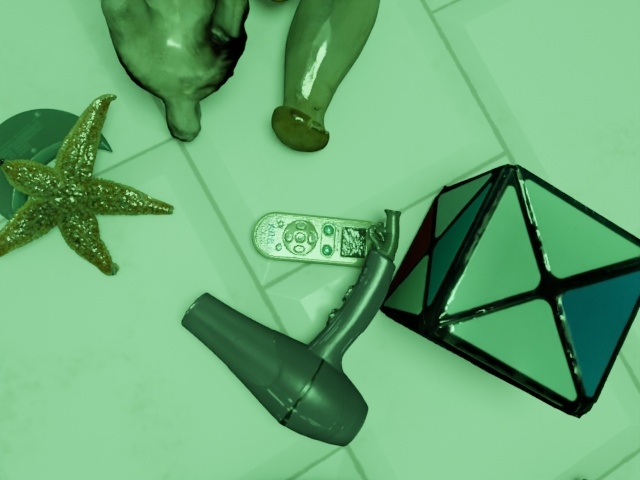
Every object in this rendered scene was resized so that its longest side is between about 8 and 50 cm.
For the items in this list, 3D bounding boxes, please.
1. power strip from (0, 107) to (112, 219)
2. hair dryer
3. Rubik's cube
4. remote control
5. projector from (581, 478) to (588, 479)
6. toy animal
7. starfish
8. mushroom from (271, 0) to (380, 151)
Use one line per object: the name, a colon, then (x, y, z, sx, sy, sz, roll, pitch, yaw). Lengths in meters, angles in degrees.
power strip: (-0.438, -0.115, 0.699, 0.216, 0.044, 0.137, -45, 92, -10)
hair dryer: (0.002, 0.091, 0.700, 0.301, 0.121, 0.361, 36, 84, 2)
Rubik's cube: (0.267, 0.066, 0.675, 0.246, 0.248, 0.250, 30, 83, -5)
remote control: (0.000, 0.000, 0.749, 0.221, 0.042, 0.078, 5, 84, -8)
projector: (0.348, 0.531, 0.716, 0.337, 0.108, 0.108, -40, 91, -9)
toy animal: (-0.208, -0.342, 0.672, 0.194, 0.303, 0.344, 0, 61, -12)
starfish: (-0.346, -0.066, 0.689, 0.231, 0.048, 0.295, 33, 84, -25)
mushroom: (0.011, -0.311, 0.738, 0.128, 0.128, 0.350, 18, 86, -6)
